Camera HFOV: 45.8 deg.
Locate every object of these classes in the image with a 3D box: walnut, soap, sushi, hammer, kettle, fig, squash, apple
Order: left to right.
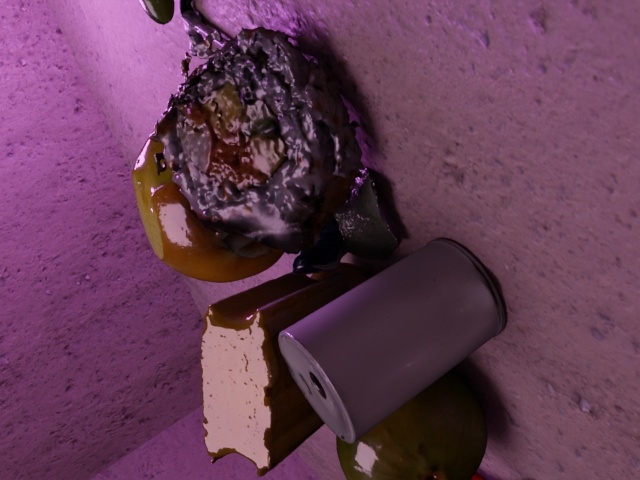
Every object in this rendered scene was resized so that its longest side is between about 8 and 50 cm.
[{"bbox_3d":[-0.405,-0.620,1.689,0.292,0.082,0.082,63,161,-8],"label":"squash"},{"bbox_3d":[-0.232,-0.087,1.654,0.384,0.374,0.374,47,167,-25],"label":"apple"},{"bbox_3d":[-0.173,-0.380,1.552,0.427,0.044,0.152,42,155,37],"label":"hammer"},{"bbox_3d":[-0.108,-0.183,1.350,0.418,0.176,0.417,13,115,28],"label":"sushi"},{"bbox_3d":[-0.070,0.225,1.405,0.156,0.335,0.293,3,102,28],"label":"soap"},{"bbox_3d":[0.056,0.139,1.606,0.197,0.165,0.165,66,161,1],"label":"walnut"},{"bbox_3d":[0.114,0.167,1.247,0.205,0.318,0.265,48,159,26],"label":"kettle"},{"bbox_3d":[0.168,0.354,1.481,0.316,0.316,0.316,49,159,26],"label":"fig"}]

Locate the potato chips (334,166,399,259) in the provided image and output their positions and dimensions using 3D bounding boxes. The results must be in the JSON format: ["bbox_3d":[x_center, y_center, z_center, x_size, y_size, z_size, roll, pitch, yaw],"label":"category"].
[{"bbox_3d":[0.090,-0.034,1.406,0.167,0.059,0.228,19,138,48],"label":"potato chips"}]

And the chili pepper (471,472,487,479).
[{"bbox_3d":[0.347,0.526,1.623,0.368,0.092,0.137,-2,99,61],"label":"chili pepper"}]

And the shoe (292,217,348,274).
[{"bbox_3d":[0.000,0.000,1.496,0.092,0.207,0.106,-6,116,27],"label":"shoe"}]
